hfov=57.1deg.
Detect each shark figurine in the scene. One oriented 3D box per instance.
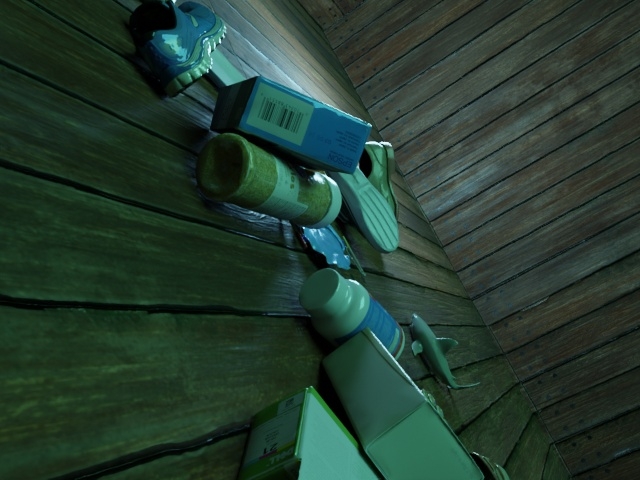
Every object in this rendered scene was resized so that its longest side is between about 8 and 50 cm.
[{"bbox_3d":[0.359,0.337,1.698,0.278,0.116,0.166,57,18,-1],"label":"shark figurine"}]

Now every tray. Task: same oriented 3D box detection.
[{"bbox_3d":[-0.234,-0.396,1.410,0.270,0.030,0.145,42,22,-43],"label":"tray"}]

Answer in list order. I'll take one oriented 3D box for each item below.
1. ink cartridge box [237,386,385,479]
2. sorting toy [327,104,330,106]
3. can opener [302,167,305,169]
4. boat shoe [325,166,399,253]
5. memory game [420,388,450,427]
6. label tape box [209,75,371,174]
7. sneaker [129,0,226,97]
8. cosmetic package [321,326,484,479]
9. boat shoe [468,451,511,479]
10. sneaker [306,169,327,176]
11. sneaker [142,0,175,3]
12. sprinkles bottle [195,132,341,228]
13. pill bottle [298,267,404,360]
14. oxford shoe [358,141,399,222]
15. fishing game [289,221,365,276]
[{"bbox_3d":[-0.009,0.329,0.682,0.188,0.097,0.255,54,19,-17],"label":"ink cartridge box"},{"bbox_3d":[0.039,-0.355,1.990,0.229,0.041,0.307,41,29,-10],"label":"sorting toy"},{"bbox_3d":[-0.091,-0.219,1.494,0.186,0.073,0.059,55,-22,-22],"label":"can opener"},{"bbox_3d":[0.105,-0.100,1.701,0.121,0.119,0.335,-24,80,-38],"label":"boat shoe"},{"bbox_3d":[0.289,0.455,1.462,0.186,0.012,0.186,52,18,-24],"label":"memory game"},{"bbox_3d":[-0.085,-0.226,1.189,0.241,0.105,0.334,19,1,-24],"label":"label tape box"},{"bbox_3d":[-0.278,-0.413,1.142,0.147,0.130,0.330,51,18,-32],"label":"sneaker"},{"bbox_3d":[0.113,0.273,0.935,0.160,0.113,0.309,54,-4,-16],"label":"cosmetic package"},{"bbox_3d":[0.382,0.607,1.308,0.120,0.122,0.324,47,11,-19],"label":"boat shoe"},{"bbox_3d":[-0.002,-0.147,1.589,0.175,0.064,0.067,40,35,-41],"label":"sneaker"},{"bbox_3d":[-0.373,-0.619,1.129,0.158,0.182,0.410,64,18,16],"label":"sneaker"},{"bbox_3d":[-0.085,-0.102,1.134,0.355,0.121,0.121,14,47,-62],"label":"sprinkles bottle"},{"bbox_3d":[0.059,0.152,1.130,0.221,0.124,0.124,47,20,-36],"label":"pill bottle"},{"bbox_3d":[0.171,-0.153,1.941,0.130,0.123,0.348,-1,84,-35],"label":"oxford shoe"},{"bbox_3d":[0.000,0.000,1.381,0.264,0.041,0.189,24,30,-53],"label":"fishing game"}]
